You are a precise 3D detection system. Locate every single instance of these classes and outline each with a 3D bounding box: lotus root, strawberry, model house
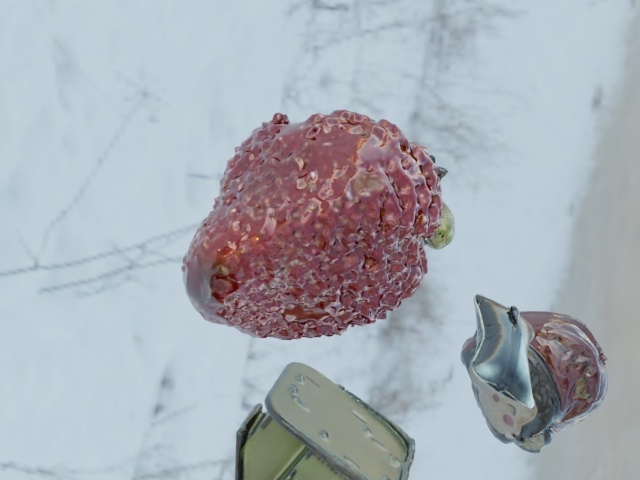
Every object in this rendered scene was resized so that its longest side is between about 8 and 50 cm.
[{"bbox_3d":[0.150,-0.027,1.986,0.049,0.099,0.054,13,120,-26],"label":"lotus root"},{"bbox_3d":[-0.004,0.000,1.515,0.261,0.261,0.257,68,26,-43],"label":"strawberry"},{"bbox_3d":[-0.044,0.325,1.853,0.278,0.205,0.218,-54,178,16],"label":"model house"}]

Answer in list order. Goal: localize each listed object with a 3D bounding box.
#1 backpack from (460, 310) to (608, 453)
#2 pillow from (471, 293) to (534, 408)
[{"bbox_3d":[0.338,0.205,2.288,0.139,0.229,0.229,-44,135,-61],"label":"backpack"},{"bbox_3d":[0.210,0.126,1.709,0.091,0.055,0.135,56,30,-37],"label":"pillow"}]
